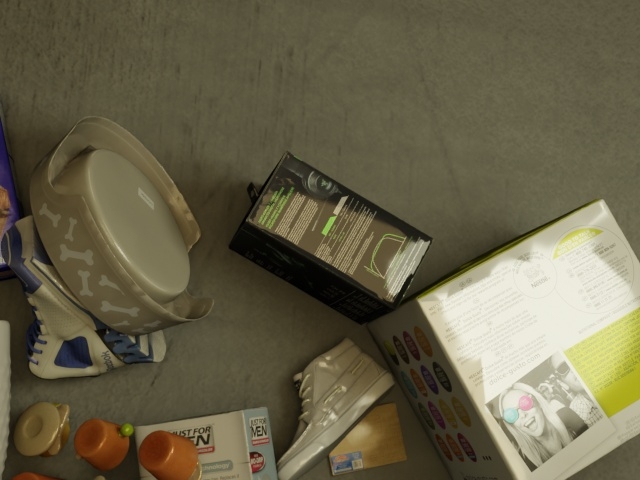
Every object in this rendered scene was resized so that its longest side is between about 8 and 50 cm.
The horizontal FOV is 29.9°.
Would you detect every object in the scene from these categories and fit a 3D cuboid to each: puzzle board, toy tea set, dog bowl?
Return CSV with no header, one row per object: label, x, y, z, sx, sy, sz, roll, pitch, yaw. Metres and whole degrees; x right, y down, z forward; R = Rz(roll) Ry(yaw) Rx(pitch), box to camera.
puzzle board,0.071,0.325,1.964,0.128,0.011,0.096,-10,83,-12
toy tea set,-0.322,0.358,1.779,0.336,0.124,0.200,3,65,30
dog bowl,-0.299,-0.013,1.797,0.102,0.349,0.348,-29,86,15

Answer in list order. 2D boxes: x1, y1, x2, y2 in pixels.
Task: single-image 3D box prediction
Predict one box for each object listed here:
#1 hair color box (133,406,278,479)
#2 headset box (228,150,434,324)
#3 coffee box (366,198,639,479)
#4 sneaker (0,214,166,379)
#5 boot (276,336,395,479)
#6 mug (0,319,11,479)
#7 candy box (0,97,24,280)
hair color box,-0.155,0.451,1.807,0.185,0.113,0.374,-11,82,17
headset box,0.000,0.000,1.888,0.283,0.246,0.131,30,76,-4
coffee box,0.322,0.175,1.871,0.338,0.337,0.334,-28,86,-14
sneaker,-0.393,0.122,1.800,0.182,0.315,0.127,-28,41,15
boot,-0.007,0.269,1.916,0.123,0.095,0.258,43,62,13
mug,-0.628,0.279,1.687,0.374,0.276,0.328,1,84,-27
candy box,-0.606,-0.083,1.846,0.268,0.122,0.317,-12,81,-13
